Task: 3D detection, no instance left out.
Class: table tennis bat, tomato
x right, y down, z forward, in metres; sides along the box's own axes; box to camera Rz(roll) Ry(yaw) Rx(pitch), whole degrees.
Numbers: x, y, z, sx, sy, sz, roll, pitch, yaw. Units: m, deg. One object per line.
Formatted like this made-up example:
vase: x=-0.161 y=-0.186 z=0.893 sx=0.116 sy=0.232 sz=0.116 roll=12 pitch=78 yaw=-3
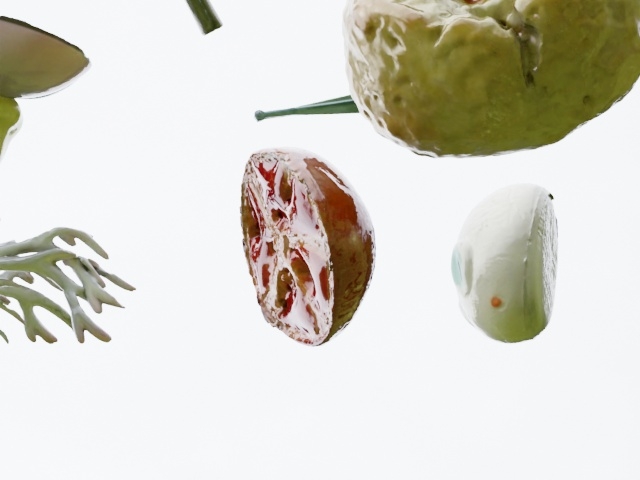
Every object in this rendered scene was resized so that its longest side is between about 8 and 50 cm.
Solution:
table tennis bat: x=-0.152 y=-0.297 z=0.915 sx=0.022 sy=0.138 sz=0.246 roll=-29 pitch=-73 yaw=-5
tomato: x=0.000 y=0.000 z=0.772 sx=0.069 sy=0.155 sz=0.155 roll=-14 pitch=-41 yaw=-25

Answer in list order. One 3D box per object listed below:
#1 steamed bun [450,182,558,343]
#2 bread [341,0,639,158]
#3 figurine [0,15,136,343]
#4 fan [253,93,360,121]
steamed bun: x=0.242 y=0.031 z=1.375 sx=0.131 sy=0.228 sz=0.177 roll=1 pitch=-40 yaw=22
bread: x=0.126 y=-0.179 z=0.766 sx=0.245 sy=0.244 sz=0.134 roll=-26 pitch=-35 yaw=4
figurine: x=-0.314 y=-0.045 z=1.026 sx=0.284 sy=0.206 sz=0.315 roll=22 pitch=-97 yaw=-25
fan: x=0.003 y=-0.185 z=1.450 sx=0.193 sy=0.038 sz=0.016 roll=-9 pitch=-12 yaw=-6
